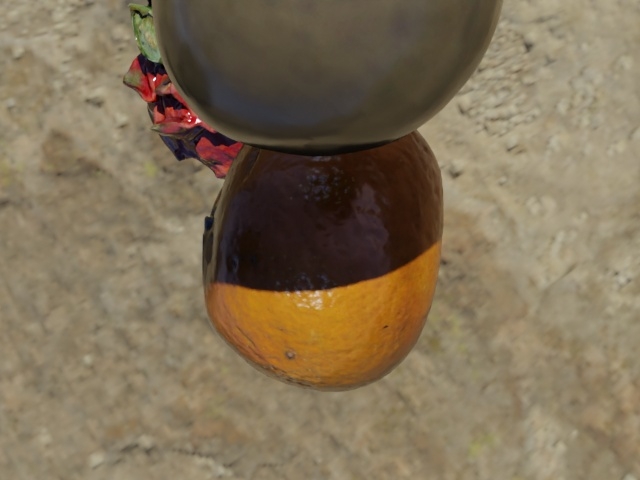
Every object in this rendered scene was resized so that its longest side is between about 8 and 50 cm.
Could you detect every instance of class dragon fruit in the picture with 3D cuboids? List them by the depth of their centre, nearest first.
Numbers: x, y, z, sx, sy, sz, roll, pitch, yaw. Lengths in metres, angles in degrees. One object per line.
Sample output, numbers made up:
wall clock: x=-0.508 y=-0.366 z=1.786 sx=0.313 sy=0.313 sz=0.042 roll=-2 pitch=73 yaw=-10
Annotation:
dragon fruit: x=-0.038 y=-0.164 z=1.377 sx=0.234 sy=0.293 sz=0.234 roll=9 pitch=103 yaw=41

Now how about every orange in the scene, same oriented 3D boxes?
orange: x=0.000 y=0.000 z=1.097 sx=0.170 sy=0.224 sz=0.224 roll=6 pitch=114 yaw=-4

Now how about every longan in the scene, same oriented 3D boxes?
longan: x=0.007 y=-0.152 z=0.839 sx=0.196 sy=0.196 sz=0.220 roll=23 pitch=90 yaw=26
